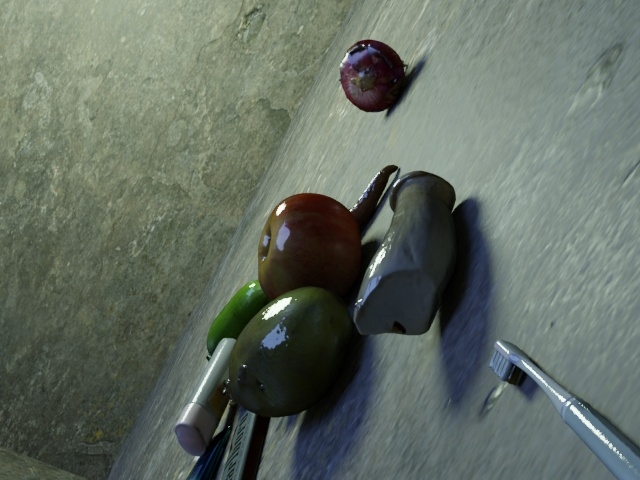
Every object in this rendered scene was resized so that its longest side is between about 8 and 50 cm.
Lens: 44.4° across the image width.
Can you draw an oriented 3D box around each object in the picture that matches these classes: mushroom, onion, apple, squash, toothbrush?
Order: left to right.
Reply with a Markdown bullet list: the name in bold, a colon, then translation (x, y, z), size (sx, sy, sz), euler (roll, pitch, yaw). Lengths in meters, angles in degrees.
- **squash**: translation (-0.203, 0.203, 1.893), size (0.378, 0.101, 0.101), euler (-54, 16, 48)
- **apple**: translation (-0.017, 0.024, 1.305), size (0.209, 0.164, 0.209), euler (-168, 90, -77)
- **onion**: translation (0.124, -0.346, 1.617), size (0.140, 0.150, 0.150), euler (-33, -14, -44)
- **mushroom**: translation (0.113, 0.012, 0.928), size (0.108, 0.096, 0.247), euler (-53, 12, 45)
- **toothbrush**: translation (0.183, 0.131, 0.538), size (0.342, 0.025, 0.030), euler (-129, 59, -77)

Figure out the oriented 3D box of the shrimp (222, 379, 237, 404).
- **shrimp**: translation (-0.135, 0.256, 1.604), size (0.173, 0.058, 0.253), euler (-62, 10, -21)

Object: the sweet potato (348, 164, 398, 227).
- **sweet potato**: translation (0.067, -0.052, 1.384), size (0.214, 0.050, 0.050), euler (-51, 17, 34)

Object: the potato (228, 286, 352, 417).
- **potato**: translation (-0.052, 0.174, 1.169), size (0.251, 0.159, 0.174), euler (-39, -1, 39)

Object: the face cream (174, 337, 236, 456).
- **face cream**: translation (-0.237, 0.337, 1.717), size (0.269, 0.073, 0.107), euler (-65, -33, -50)

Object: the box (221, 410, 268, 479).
- **box**: translation (-0.139, 0.387, 1.379), size (0.115, 0.036, 0.177), euler (-55, 15, 40)

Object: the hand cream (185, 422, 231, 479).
- **hand cream**: translation (-0.257, 0.504, 1.612), size (0.120, 0.061, 0.270), euler (-48, 15, 48)
